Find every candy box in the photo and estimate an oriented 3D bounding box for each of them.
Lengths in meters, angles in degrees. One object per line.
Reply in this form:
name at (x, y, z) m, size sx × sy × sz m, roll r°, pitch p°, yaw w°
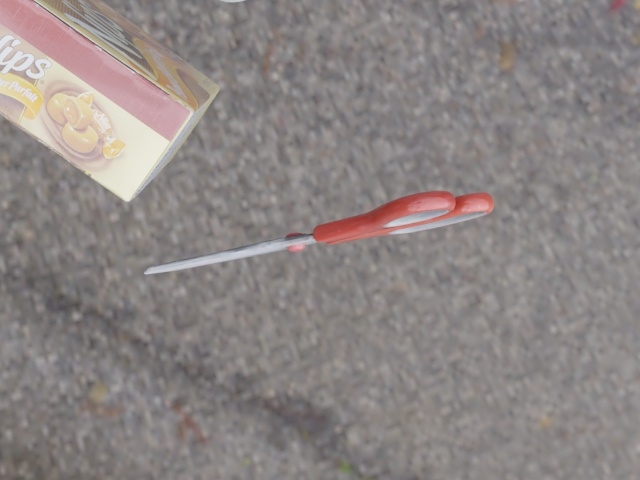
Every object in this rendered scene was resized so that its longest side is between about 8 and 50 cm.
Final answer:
candy box at (-0.182, -0.131, 1.428) m, size 0.183 × 0.316 × 0.087 m, roll 35°, pitch 97°, yaw -4°

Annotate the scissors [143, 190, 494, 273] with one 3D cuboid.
scissors at (0.000, 0.000, 1.547) m, size 0.297 × 0.021 × 0.109 m, roll -15°, pitch 172°, yaw 27°
